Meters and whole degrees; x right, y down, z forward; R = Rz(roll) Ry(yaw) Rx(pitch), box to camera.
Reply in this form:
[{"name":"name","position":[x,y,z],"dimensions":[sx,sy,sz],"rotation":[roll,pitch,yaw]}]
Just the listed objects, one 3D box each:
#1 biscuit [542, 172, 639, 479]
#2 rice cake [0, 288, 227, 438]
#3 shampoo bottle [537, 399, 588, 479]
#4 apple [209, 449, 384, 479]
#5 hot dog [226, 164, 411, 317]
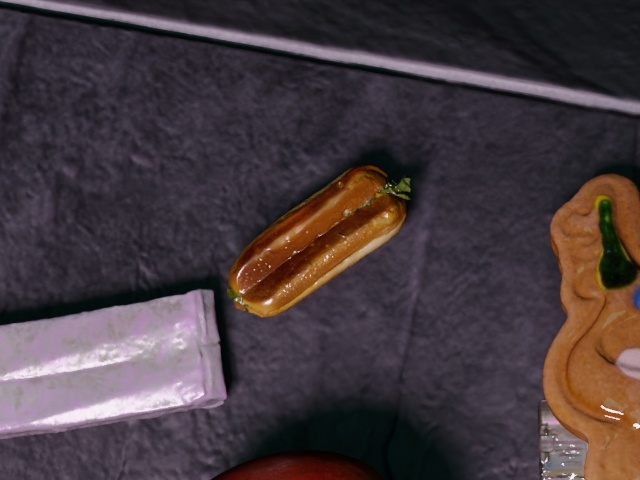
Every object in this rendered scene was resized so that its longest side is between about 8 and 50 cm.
[{"name":"biscuit","position":[0.285,0.089,1.431],"dimensions":[0.202,0.047,0.334],"rotation":[2,64,9]},{"name":"rice cake","position":[-0.231,0.117,1.530],"dimensions":[0.298,0.050,0.106],"rotation":[-9,76,5]},{"name":"shampoo bottle","position":[0.295,0.171,1.447],"dimensions":[0.227,0.056,0.086],"rotation":[-3,72,7]},{"name":"apple","position":[-0.013,0.276,1.382],"dimensions":[0.201,0.218,0.218],"rotation":[-28,76,4]},{"name":"hot dog","position":[0.000,0.000,1.523],"dimensions":[0.188,0.055,0.072],"rotation":[-35,79,-1]}]
